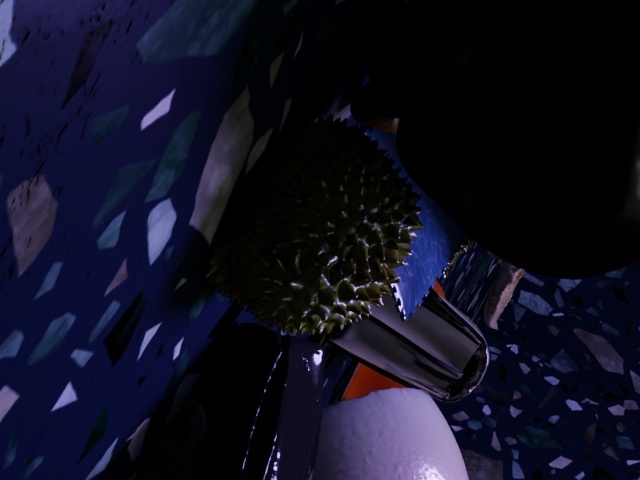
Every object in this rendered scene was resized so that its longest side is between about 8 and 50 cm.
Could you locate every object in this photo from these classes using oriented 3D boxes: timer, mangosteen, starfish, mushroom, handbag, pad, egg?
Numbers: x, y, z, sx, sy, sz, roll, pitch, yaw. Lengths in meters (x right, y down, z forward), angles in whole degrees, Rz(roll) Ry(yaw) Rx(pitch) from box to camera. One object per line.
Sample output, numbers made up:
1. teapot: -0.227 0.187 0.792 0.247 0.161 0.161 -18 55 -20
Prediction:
1. timer: 0.172 0.209 2.597 0.257 0.161 0.250 -31 134 -65
2. mangosteen: 0.237 -0.165 1.328 0.382 0.435 0.382 -18 120 -36
3. starfish: 0.280 -0.089 1.733 0.432 0.082 0.324 91 7 -45
4. mushroom: -0.166 0.242 1.435 0.088 0.073 0.129 86 5 -62
5. handbag: -0.087 0.297 1.508 0.288 0.152 0.342 -78 -177 -51
6. handbag: 0.164 0.158 2.081 0.160 0.237 0.358 -58 172 1
7. pad: 0.132 -0.072 1.672 0.269 0.012 0.269 -51 130 -40
8. egg: 0.060 0.426 1.832 0.354 0.340 0.354 -19 161 -7

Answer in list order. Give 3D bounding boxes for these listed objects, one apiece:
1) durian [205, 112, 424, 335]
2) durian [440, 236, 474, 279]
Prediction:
1. durian: 0.003 -0.002 1.325 0.237 0.176 0.200 -45 145 -12
2. durian: 0.162 -0.021 1.956 0.198 0.146 0.159 -47 178 -21
